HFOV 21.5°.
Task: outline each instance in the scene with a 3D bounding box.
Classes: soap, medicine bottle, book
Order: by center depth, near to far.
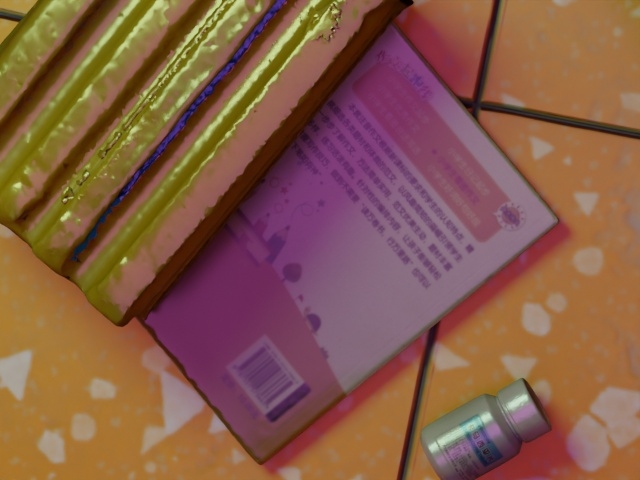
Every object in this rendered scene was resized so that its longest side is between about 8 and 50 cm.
[{"bbox_3d":[-0.107,-0.121,1.215,0.204,0.096,0.324,42,97,6],"label":"soap"},{"bbox_3d":[0.122,0.142,1.239,0.089,0.052,0.052,-31,89,8],"label":"medicine bottle"},{"bbox_3d":[0.000,0.000,1.263,0.295,0.020,0.208,-40,87,8],"label":"book"}]
